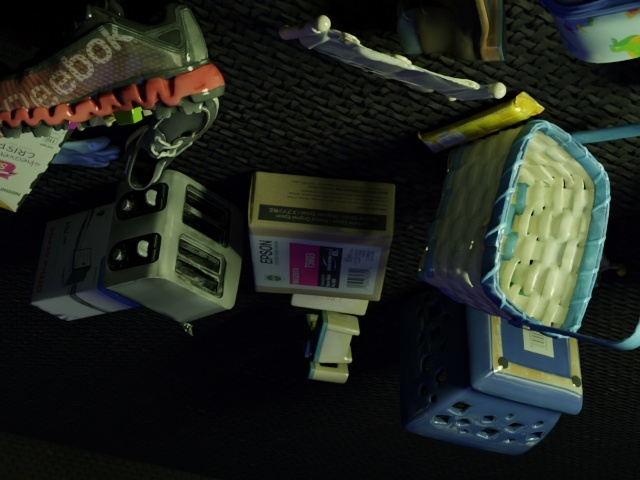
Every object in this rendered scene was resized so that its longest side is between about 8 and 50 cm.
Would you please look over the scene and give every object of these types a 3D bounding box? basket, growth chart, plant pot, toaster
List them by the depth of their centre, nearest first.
[{"bbox_3d":[0.071,-0.181,1.097,0.237,0.021,0.172,16,-177,-23],"label":"growth chart"},{"bbox_3d":[0.272,-0.016,1.229,0.201,0.255,0.289,27,167,-35],"label":"basket"},{"bbox_3d":[-0.197,0.016,1.478,0.110,0.168,0.185,-15,148,36],"label":"toaster"},{"bbox_3d":[0.274,0.181,1.677,0.236,0.236,0.212,17,146,-22],"label":"plant pot"}]

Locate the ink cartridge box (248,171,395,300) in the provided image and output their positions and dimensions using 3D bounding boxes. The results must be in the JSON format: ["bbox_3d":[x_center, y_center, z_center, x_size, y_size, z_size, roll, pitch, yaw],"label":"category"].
[{"bbox_3d":[0.000,0.000,1.499,0.193,0.088,0.235,4,156,1],"label":"ink cartridge box"}]

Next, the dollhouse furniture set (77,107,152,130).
[{"bbox_3d":[-0.218,-0.169,1.221,0.151,0.076,0.059,-2,112,40],"label":"dollhouse furniture set"}]

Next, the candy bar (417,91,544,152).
[{"bbox_3d":[0.182,-0.135,1.250,0.161,0.018,0.040,-18,143,42],"label":"candy bar"}]

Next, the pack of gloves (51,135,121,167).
[{"bbox_3d":[-0.376,-0.132,1.345,0.232,0.046,0.195,3,154,6],"label":"pack of gloves"}]

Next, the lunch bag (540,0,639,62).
[{"bbox_3d":[0.242,-0.241,0.771,0.176,0.219,0.090,-7,152,26],"label":"lunch bag"}]

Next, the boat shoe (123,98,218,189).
[{"bbox_3d":[-0.184,-0.120,1.304,0.075,0.065,0.206,19,152,-26],"label":"boat shoe"}]

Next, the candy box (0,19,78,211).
[{"bbox_3d":[-0.378,-0.142,1.232,0.159,0.071,0.233,20,139,-28],"label":"candy box"}]

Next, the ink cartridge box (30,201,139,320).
[{"bbox_3d":[-0.323,0.030,1.567,0.190,0.140,0.082,-12,151,33],"label":"ink cartridge box"}]

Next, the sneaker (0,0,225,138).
[{"bbox_3d":[-0.242,-0.181,1.101,0.276,0.135,0.097,-10,-167,4],"label":"sneaker"}]

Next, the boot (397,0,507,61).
[{"bbox_3d":[0.109,-0.224,0.995,0.106,0.082,0.219,-2,160,17],"label":"boot"}]

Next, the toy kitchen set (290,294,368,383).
[{"bbox_3d":[-0.004,0.115,1.782,0.122,0.166,0.207,9,118,-9],"label":"toy kitchen set"}]

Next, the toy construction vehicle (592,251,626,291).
[{"bbox_3d":[0.386,0.038,1.572,0.098,0.035,0.086,-21,134,39],"label":"toy construction vehicle"}]
